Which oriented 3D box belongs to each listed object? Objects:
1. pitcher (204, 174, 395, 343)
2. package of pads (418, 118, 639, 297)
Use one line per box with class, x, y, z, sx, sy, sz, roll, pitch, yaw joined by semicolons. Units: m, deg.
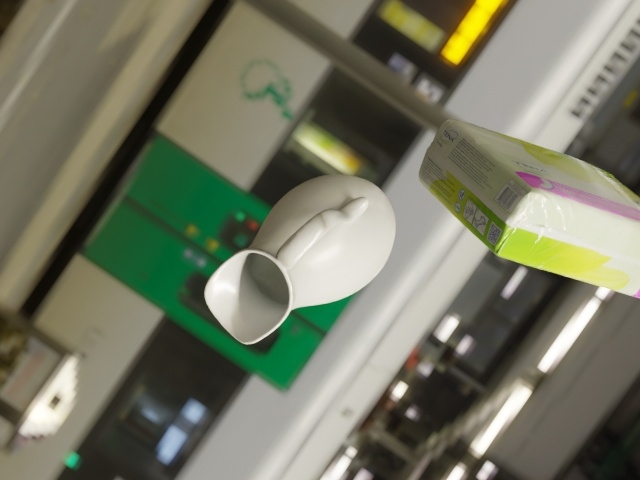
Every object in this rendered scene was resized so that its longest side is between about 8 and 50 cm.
pitcher;0.000;0.000;1.805;0.207;0.125;0.178;-35;175;-45
package of pads;0.287;-0.036;2.144;0.101;0.296;0.229;-64;-147;15
